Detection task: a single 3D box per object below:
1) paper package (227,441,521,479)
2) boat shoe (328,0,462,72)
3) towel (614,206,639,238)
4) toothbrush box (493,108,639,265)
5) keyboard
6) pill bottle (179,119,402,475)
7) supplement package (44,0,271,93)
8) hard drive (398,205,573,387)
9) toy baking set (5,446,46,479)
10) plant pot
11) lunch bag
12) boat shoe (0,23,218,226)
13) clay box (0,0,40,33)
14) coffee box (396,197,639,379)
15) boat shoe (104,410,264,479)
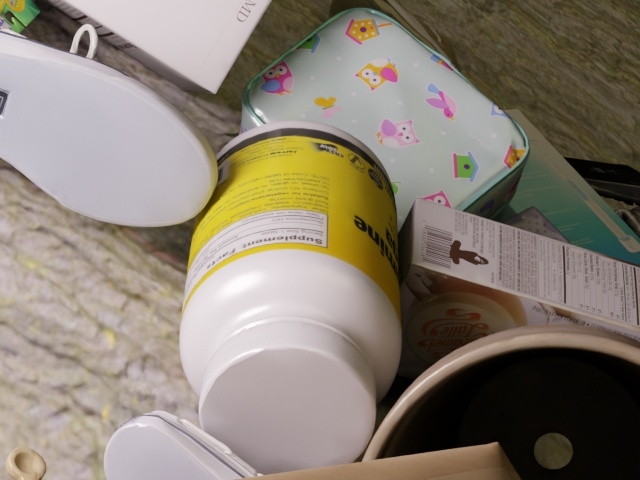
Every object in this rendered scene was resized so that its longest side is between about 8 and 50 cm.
[{"bbox_3d":[-0.019,0.282,1.089,0.325,0.309,0.168,3,44,-51],"label":"paper package"},{"bbox_3d":[0.124,-0.214,2.248,0.103,0.113,0.302,6,41,-39],"label":"boat shoe"},{"bbox_3d":[0.443,0.070,2.205,0.284,0.121,0.235,46,27,13],"label":"towel"},{"bbox_3d":[0.231,-0.004,2.045,0.295,0.126,0.216,50,29,18],"label":"toothbrush box"},{"bbox_3d":[0.387,-0.070,2.280,0.201,0.033,0.317,8,9,0],"label":"keyboard"},{"bbox_3d":[-0.024,0.051,1.572,0.188,0.188,0.334,30,29,-17],"label":"pill bottle"},{"bbox_3d":[-0.197,-0.297,1.837,0.293,0.177,0.175,31,-2,-14],"label":"supplement package"},{"bbox_3d":[0.181,0.088,1.817,0.254,0.054,0.172,-35,74,-34],"label":"hard drive"},{"bbox_3d":[-0.166,0.232,1.257,0.256,0.030,0.197,27,36,-14],"label":"toy baking set"},{"bbox_3d":[0.200,0.209,1.528,0.323,0.323,0.280,40,11,0],"label":"plant pot"},{"bbox_3d":[0.056,-0.100,1.896,0.279,0.108,0.224,41,66,18],"label":"lunch bag"},{"bbox_3d":[-0.260,-0.130,1.614,0.367,0.136,0.156,19,22,-5],"label":"boat shoe"},{"bbox_3d":[-0.384,-0.254,1.734,0.222,0.053,0.127,37,25,-7],"label":"clay box"},{"bbox_3d":[0.178,0.072,1.698,0.246,0.141,0.098,17,41,-9],"label":"coffee box"},{"bbox_3d":[-0.048,0.221,1.383,0.258,0.095,0.084,46,18,3],"label":"boat shoe"}]
